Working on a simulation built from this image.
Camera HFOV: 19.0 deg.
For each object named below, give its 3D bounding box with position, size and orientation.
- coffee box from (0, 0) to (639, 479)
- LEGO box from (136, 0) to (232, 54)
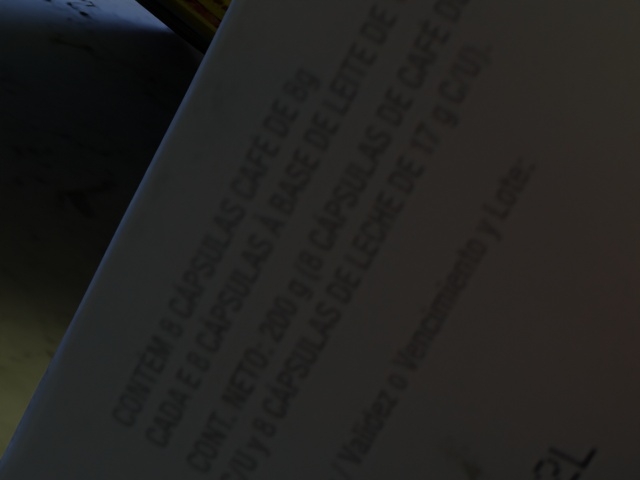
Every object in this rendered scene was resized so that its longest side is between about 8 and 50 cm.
[{"bbox_3d":[0.119,0.073,0.528,0.338,0.338,0.334,31,22,3],"label":"coffee box"},{"bbox_3d":[-0.064,-0.218,0.822,0.500,0.193,0.372,38,1,-45],"label":"LEGO box"}]
